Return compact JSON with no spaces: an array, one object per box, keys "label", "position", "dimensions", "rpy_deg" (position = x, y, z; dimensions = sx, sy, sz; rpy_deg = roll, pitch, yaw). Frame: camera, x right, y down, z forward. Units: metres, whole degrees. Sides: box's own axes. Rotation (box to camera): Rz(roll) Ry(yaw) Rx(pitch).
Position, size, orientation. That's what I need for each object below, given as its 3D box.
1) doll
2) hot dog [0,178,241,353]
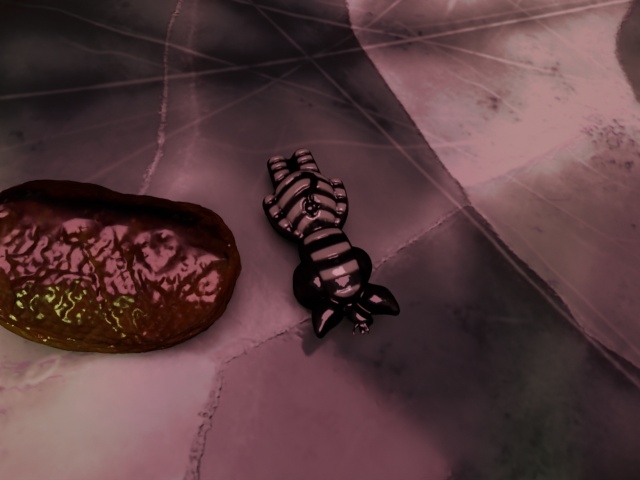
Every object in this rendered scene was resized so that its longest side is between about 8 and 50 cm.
[{"label":"doll","position":[0.000,0.000,0.508],"dimensions":[0.091,0.067,0.219],"rpy_deg":[-16,64,-12]},{"label":"hot dog","position":[-0.186,0.019,0.450],"dimensions":[0.227,0.099,0.160],"rpy_deg":[11,65,-5]}]
